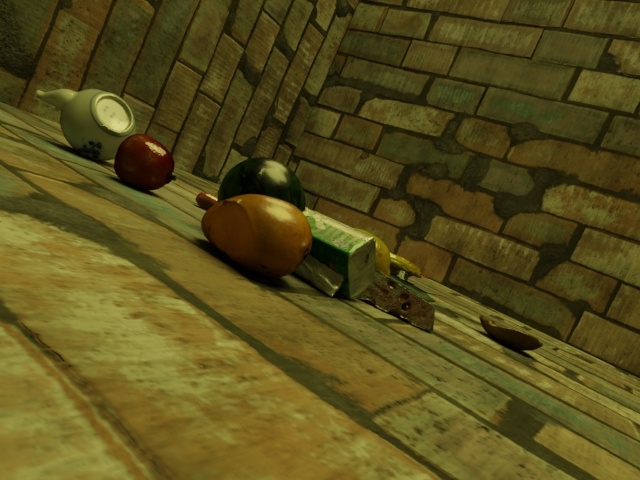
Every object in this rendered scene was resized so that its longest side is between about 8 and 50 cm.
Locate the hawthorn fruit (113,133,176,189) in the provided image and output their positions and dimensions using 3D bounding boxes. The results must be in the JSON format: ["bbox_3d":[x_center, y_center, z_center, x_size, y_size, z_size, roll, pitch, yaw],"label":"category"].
[{"bbox_3d":[-0.528,-0.230,1.450,0.188,0.168,0.169,29,5,13],"label":"hawthorn fruit"}]

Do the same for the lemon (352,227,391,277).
[{"bbox_3d":[0.113,0.052,1.407,0.208,0.169,0.170,25,4,1],"label":"lemon"}]

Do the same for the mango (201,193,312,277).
[{"bbox_3d":[-0.135,-0.016,1.003,0.291,0.159,0.191,15,4,41],"label":"mango"}]

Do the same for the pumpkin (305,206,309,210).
[{"bbox_3d":[-0.235,-0.130,2.335,0.313,0.148,0.169,20,44,5],"label":"pumpkin"}]

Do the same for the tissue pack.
[{"bbox_3d":[0.004,0.042,1.138,0.209,0.147,0.156,27,46,33],"label":"tissue pack"}]

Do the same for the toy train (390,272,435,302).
[{"bbox_3d":[0.301,0.176,1.699,0.252,0.048,0.055,28,-17,-7],"label":"toy train"}]

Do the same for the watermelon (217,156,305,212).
[{"bbox_3d":[-0.156,-0.098,1.257,0.243,0.242,0.242,24,4,-2],"label":"watermelon"}]

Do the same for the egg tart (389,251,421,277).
[{"bbox_3d":[0.264,0.101,1.957,0.315,0.120,0.315,24,6,-3],"label":"egg tart"}]

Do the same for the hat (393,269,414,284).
[{"bbox_3d":[0.293,0.141,1.760,0.121,0.050,0.121,18,-25,9],"label":"hat"}]

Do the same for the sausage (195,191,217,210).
[{"bbox_3d":[-0.394,-0.135,1.672,0.094,0.059,0.054,27,21,-9],"label":"sausage"}]

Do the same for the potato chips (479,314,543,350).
[{"bbox_3d":[0.630,0.320,1.592,0.208,0.061,0.195,23,-2,2],"label":"potato chips"}]

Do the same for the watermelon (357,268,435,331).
[{"bbox_3d":[0.193,0.153,1.220,0.241,0.094,0.154,27,-5,27],"label":"watermelon"}]

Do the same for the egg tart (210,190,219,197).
[{"bbox_3d":[-0.328,-0.159,2.003,0.291,0.115,0.290,25,3,-2],"label":"egg tart"}]

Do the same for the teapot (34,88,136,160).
[{"bbox_3d":[-0.812,-0.403,1.713,0.280,0.252,0.424,-18,-48,36],"label":"teapot"}]
